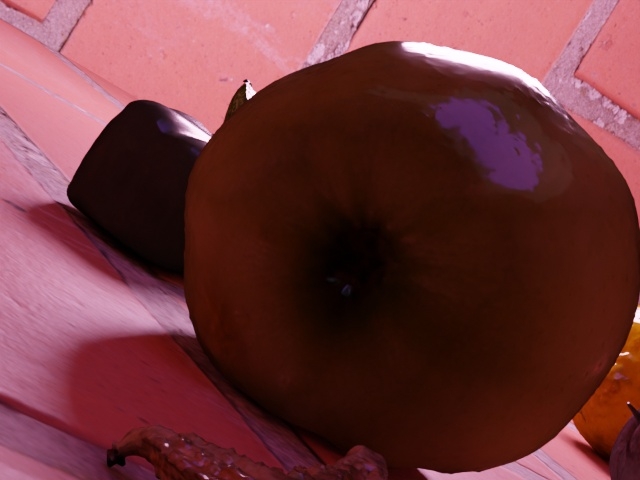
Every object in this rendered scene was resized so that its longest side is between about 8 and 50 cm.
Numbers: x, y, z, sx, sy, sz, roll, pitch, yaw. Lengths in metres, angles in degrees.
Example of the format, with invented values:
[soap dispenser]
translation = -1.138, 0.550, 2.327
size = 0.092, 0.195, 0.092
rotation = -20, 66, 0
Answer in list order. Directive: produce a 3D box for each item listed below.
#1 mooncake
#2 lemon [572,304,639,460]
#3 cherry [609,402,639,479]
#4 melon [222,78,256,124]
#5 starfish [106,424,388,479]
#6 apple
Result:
[mooncake]
translation = -0.090, -0.025, 1.163
size = 0.168, 0.104, 0.175
rotation = 37, 6, -8
[lemon]
translation = 0.364, 0.162, 1.762
size = 0.188, 0.188, 0.256
rotation = 34, 10, 31
[cherry]
translation = 0.317, 0.192, 1.318
size = 0.176, 0.140, 0.176
rotation = 42, -7, 6
[melon]
translation = -0.002, 0.011, 1.317
size = 0.265, 0.129, 0.169
rotation = 39, 18, -9
[starfish]
translation = 0.019, 0.118, 0.533
size = 0.231, 0.048, 0.295
rotation = 33, 5, 20
[apple]
translation = 0.054, 0.010, 0.937
size = 0.279, 0.279, 0.279
rotation = 32, 4, -2
